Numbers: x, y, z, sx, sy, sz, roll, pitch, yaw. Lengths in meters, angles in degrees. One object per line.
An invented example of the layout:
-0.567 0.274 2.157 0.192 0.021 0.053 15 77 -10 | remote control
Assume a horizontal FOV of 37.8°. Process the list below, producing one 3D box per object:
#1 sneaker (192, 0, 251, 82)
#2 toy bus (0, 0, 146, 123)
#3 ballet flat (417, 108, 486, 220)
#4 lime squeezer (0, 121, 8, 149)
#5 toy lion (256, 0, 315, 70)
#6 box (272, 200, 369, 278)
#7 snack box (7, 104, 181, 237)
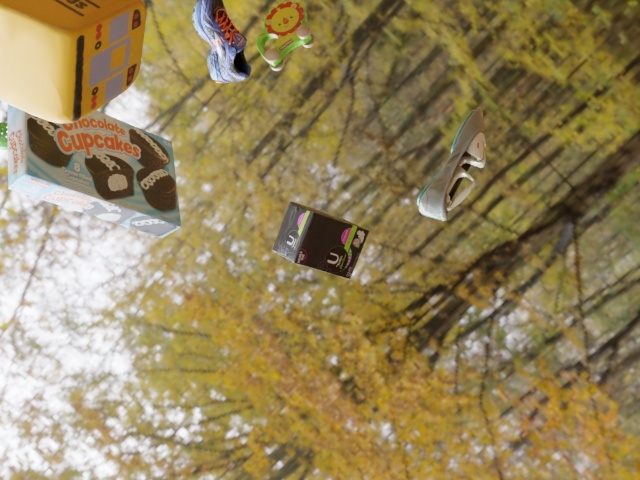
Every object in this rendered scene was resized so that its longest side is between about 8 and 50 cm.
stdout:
-0.191 -0.417 1.902 0.083 0.087 0.221 -58 -32 -34 | sneaker
-0.334 -0.237 0.865 0.333 0.108 0.130 31 -134 14 | toy bus
0.239 -0.123 1.561 0.068 0.213 0.072 25 164 27 | ballet flat
-0.646 -0.201 1.925 0.059 0.110 0.310 50 -158 4 | lime squeezer
-0.061 -0.334 1.494 0.096 0.100 0.034 54 -178 29 | toy lion
0.000 0.000 1.048 0.083 0.062 0.052 18 -175 -36 | box
-0.389 -0.135 1.624 0.322 0.060 0.187 20 -130 -46 | snack box
